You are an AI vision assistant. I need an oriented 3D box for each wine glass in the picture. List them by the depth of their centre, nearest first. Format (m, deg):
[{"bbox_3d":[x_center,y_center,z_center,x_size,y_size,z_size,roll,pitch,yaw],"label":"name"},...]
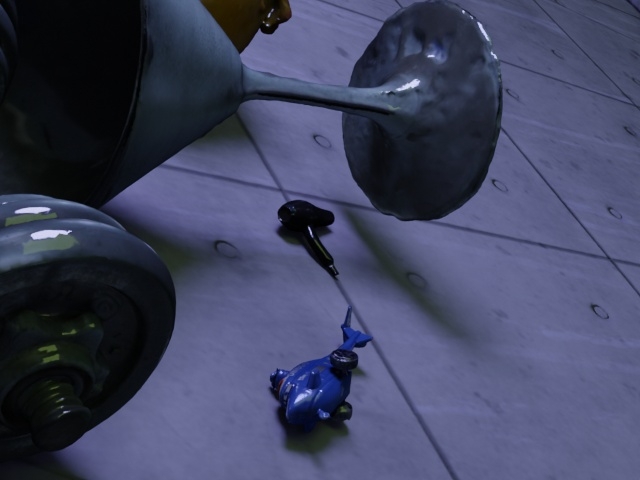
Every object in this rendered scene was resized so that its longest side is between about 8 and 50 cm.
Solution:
[{"bbox_3d":[-0.056,-0.125,1.014,0.406,0.267,0.267,4,39,-43],"label":"wine glass"}]

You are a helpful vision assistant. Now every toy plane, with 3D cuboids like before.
[{"bbox_3d":[0.004,0.098,0.958,0.062,0.054,0.167,13,22,17],"label":"toy plane"}]

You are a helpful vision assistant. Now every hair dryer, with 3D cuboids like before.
[{"bbox_3d":[0.000,0.000,1.146,0.079,0.031,0.083,6,50,-57],"label":"hair dryer"}]

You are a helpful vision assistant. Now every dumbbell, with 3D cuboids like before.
[{"bbox_3d":[-0.226,-0.038,0.768,0.179,0.179,0.406,6,40,-42],"label":"dumbbell"}]

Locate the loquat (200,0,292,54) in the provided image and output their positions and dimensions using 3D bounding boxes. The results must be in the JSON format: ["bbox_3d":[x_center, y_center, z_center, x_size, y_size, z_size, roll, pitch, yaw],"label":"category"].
[{"bbox_3d":[-0.149,-0.279,1.186,0.275,0.275,0.275,26,28,-15],"label":"loquat"}]
